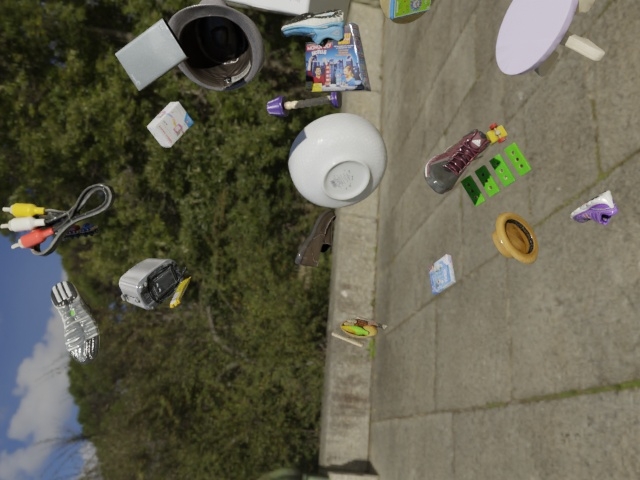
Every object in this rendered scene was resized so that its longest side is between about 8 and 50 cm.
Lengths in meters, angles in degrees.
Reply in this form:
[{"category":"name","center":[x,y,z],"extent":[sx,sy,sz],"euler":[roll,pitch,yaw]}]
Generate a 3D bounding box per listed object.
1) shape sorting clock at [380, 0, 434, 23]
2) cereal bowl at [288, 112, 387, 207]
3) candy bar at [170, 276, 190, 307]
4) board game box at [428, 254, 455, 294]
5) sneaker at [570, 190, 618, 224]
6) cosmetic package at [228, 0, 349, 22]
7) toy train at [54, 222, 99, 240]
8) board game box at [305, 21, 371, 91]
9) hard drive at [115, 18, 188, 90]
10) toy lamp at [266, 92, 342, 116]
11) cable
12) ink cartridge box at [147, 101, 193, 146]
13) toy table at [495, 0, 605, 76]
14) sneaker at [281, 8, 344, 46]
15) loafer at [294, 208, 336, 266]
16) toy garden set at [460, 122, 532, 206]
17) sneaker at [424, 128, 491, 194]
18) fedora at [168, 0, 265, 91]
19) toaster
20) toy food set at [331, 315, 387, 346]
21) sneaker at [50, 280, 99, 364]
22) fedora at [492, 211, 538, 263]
[{"category":"shape sorting clock","center":[0.259,-0.725,1.672],"extent":[0.206,0.206,0.040],"euler":[102,148,-41]},{"category":"cereal bowl","center":[0.069,-0.237,1.913],"extent":[0.141,0.339,0.338],"euler":[-110,24,-47]},{"category":"candy bar","center":[-0.444,0.162,1.846],"extent":[0.018,0.040,0.161],"euler":[53,-163,-21]},{"category":"board game box","center":[0.360,0.101,1.729],"extent":[0.090,0.020,0.090],"euler":[-46,39,47]},{"category":"sneaker","center":[0.675,-0.065,1.433],"extent":[0.071,0.068,0.170],"euler":[60,179,10]},{"category":"cosmetic package","center":[-0.084,-0.934,1.865],"extent":[0.327,0.330,0.393],"euler":[-31,-43,-61]},{"category":"toy train","center":[-0.651,-0.024,1.548],"extent":[0.027,0.158,0.036],"euler":[-48,-54,-56]},{"category":"board game box","center":[0.054,-0.540,1.728],"extent":[0.060,0.194,0.194],"euler":[-18,-68,-62]},{"category":"hard drive","center":[-0.368,-0.403,1.269],"extent":[0.094,0.135,0.022],"euler":[58,-165,-8]},{"category":"toy lamp","center":[-0.061,-0.496,2.105],"extent":[0.080,0.275,0.080],"euler":[-2,-90,-71]},{"category":"cable","center":[-0.618,-0.045,1.379],"extent":[0.072,0.287,0.139],"euler":[-18,-86,-75]},{"category":"ink cartridge box","center":[-0.481,-0.371,1.866],"extent":[0.122,0.052,0.088],"euler":[-55,-48,-24]},{"category":"toy table","center":[0.584,-0.539,1.465],"extent":[0.274,0.161,0.252],"euler":[-53,51,47]},{"category":"sneaker","center":[-0.017,-0.451,1.263],"extent":[0.063,0.162,0.073],"euler":[-47,-47,-35]},{"category":"loafer","center":[0.000,0.000,1.740],"extent":[0.220,0.078,0.080],"euler":[-60,-3,-32]},{"category":"toy garden set","center":[0.593,-0.268,2.032],"extent":[0.244,0.049,0.203],"euler":[-39,74,43]},{"category":"sneaker","center":[0.418,-0.257,1.738],"extent":[0.162,0.106,0.281],"euler":[-44,4,44]},{"category":"fedora","center":[-0.265,-0.523,1.505],"extent":[0.275,0.244,0.124],"euler":[70,-165,-54]},{"category":"toaster","center":[-0.597,0.142,2.058],"extent":[0.227,0.147,0.129],"euler":[-46,-50,-42]},{"category":"toy food set","center":[0.131,0.280,1.908],"extent":[0.192,0.132,0.038],"euler":[-22,-56,-57]},{"category":"sneaker","center":[-0.620,0.221,1.523],"extent":[0.132,0.086,0.228],"euler":[98,148,-71]},{"category":"fedora","center":[0.637,0.000,1.937],"extent":[0.079,0.194,0.194],"euler":[-37,41,49]}]
